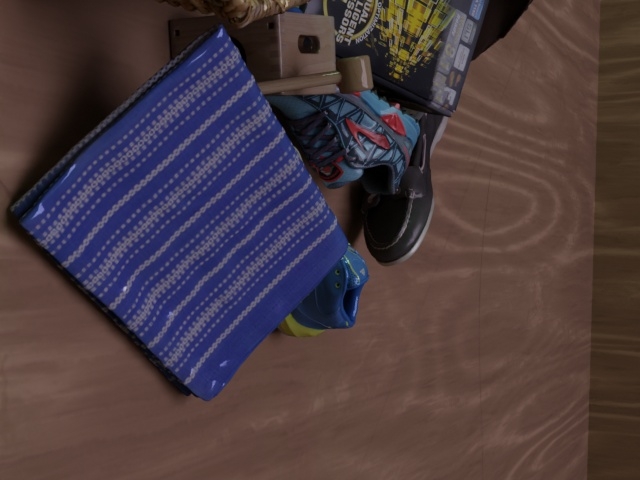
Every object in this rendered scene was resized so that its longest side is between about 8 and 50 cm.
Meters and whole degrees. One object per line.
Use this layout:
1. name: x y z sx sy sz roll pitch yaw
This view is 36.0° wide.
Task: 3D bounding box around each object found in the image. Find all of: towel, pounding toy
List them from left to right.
1. towel: -0.105 -0.005 0.928 0.243 0.040 0.336 -45 140 -11
2. pounding toy: -0.044 -0.190 0.980 0.181 0.206 0.094 -19 108 -62

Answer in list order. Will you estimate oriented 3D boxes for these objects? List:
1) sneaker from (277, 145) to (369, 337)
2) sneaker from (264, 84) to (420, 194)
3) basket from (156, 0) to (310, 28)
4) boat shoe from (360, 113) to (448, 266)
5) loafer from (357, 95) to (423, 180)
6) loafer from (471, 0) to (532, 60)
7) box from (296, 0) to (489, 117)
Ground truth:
1. sneaker: 0.000 0.000 1.172 0.091 0.126 0.240 -34 122 -59
2. sneaker: 0.024 -0.128 1.191 0.262 0.104 0.125 22 75 -40
3. basket: -0.084 -0.325 0.828 0.299 0.223 0.213 -40 142 -56
4. boat shoe: 0.108 -0.113 1.430 0.095 0.112 0.335 47 42 -32
5. loafer: 0.085 -0.190 1.373 0.087 0.094 0.251 72 32 -41
6. loafer: 0.234 -0.332 1.488 0.366 0.134 0.130 119 -5 -77
7. box: 0.100 -0.384 1.209 0.318 0.097 0.395 16 92 -49
